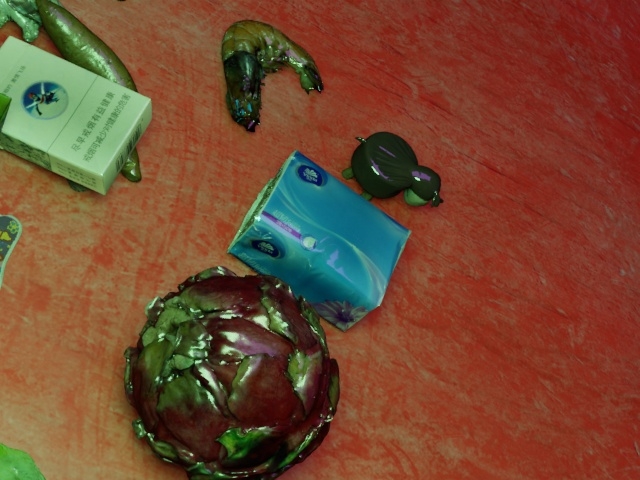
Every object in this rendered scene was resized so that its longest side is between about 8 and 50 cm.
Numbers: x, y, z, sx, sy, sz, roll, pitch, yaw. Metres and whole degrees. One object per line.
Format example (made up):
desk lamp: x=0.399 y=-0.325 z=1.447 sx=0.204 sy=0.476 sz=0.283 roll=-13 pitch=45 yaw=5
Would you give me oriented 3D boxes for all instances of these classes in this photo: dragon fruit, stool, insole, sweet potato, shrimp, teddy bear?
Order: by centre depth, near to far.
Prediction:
dragon fruit: x=-0.124 y=0.202 z=1.281 sx=0.329 sy=0.329 sz=0.329 roll=14 pitch=58 yaw=-24
insole: x=-0.503 y=0.040 z=1.324 sx=0.065 sy=0.004 sz=0.197 roll=27 pitch=54 yaw=-16
teddy bear: x=-0.520 y=-0.403 z=1.490 sx=0.213 sy=0.111 sz=0.133 roll=-22 pitch=74 yaw=-39
sweet potato: x=-0.375 y=-0.264 z=1.520 sx=0.108 sy=0.079 sz=0.346 roll=-33 pitch=97 yaw=-47
stool: x=0.143 y=-0.127 z=1.732 sx=0.217 sy=0.121 sz=0.125 roll=30 pitch=51 yaw=-12
shrimp: x=-0.094 y=-0.314 z=1.734 sx=0.222 sy=0.054 sz=0.290 roll=17 pitch=53 yaw=-23

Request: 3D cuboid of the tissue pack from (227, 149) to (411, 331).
tissue pack: x=0.000 y=0.000 z=1.560 sx=0.263 sy=0.146 sz=0.198 roll=34 pitch=51 yaw=-10

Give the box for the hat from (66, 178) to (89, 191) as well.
hat: x=-0.407 y=-0.122 z=1.455 sx=0.058 sy=0.042 sz=0.087 roll=-45 pitch=124 yaw=-12

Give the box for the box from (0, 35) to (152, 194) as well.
box: x=-0.421 y=-0.201 z=1.404 sx=0.257 sy=0.069 sz=0.164 roll=25 pitch=65 yaw=2

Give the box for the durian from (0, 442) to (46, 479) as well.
durian: x=-0.399 y=0.377 z=1.138 sx=0.139 sy=0.101 sz=0.250 roll=-16 pitch=74 yaw=-37

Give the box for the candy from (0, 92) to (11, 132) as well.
candy: x=-0.528 y=-0.158 z=1.294 sx=0.097 sy=0.194 sz=0.062 roll=23 pitch=54 yaw=-18
